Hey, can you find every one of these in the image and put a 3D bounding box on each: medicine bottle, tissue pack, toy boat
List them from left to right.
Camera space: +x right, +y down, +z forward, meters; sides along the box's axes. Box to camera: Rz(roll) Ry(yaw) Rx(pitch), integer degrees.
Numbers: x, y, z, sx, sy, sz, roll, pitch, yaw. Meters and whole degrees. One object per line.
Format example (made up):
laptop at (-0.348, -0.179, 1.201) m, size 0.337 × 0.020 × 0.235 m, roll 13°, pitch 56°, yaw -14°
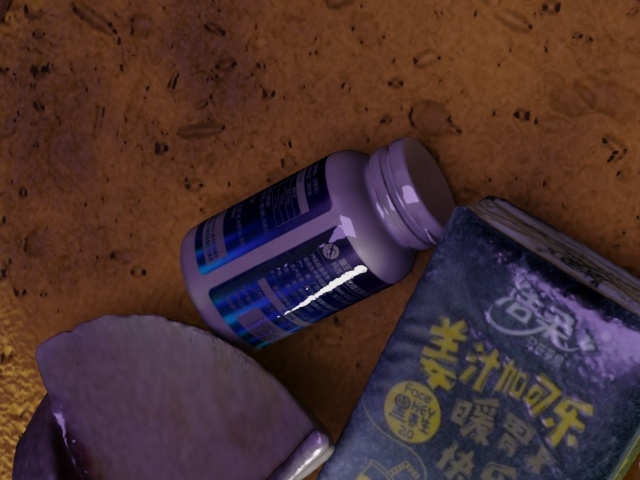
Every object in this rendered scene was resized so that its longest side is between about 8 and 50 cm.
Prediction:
toy boat at (-0.126, 0.172, 1.235) m, size 0.276 × 0.111 × 0.293 m, roll 41°, pitch 116°, yaw 29°
medicine bottle at (0.000, 0.000, 1.184) m, size 0.191 × 0.107 × 0.107 m, roll -27°, pitch 88°, yaw 21°
tissue pack at (0.126, 0.123, 1.124) m, size 0.185 × 0.081 × 0.257 m, roll 33°, pitch 111°, yaw 17°

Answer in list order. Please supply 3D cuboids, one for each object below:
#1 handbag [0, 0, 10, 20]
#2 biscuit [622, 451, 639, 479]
handbag at (-0.297, -0.274, 1.271) m, size 0.151 × 0.072 × 0.193 m, roll 28°, pitch 108°, yaw 14°
biscuit at (0.193, 0.221, 1.179) m, size 0.197 × 0.049 × 0.301 m, roll -10°, pitch 93°, yaw 30°
